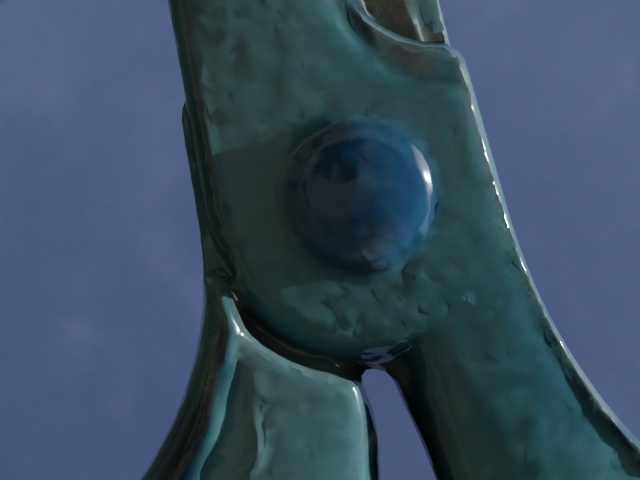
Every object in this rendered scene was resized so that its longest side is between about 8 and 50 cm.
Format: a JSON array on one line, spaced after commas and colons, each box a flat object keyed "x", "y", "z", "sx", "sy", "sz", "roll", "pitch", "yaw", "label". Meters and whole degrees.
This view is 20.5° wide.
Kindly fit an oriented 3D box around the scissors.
[{"x": 0.000, "y": 0.000, "z": 0.346, "sx": 0.032, "sy": 0.180, "sz": 0.393, "roll": -178, "pitch": -105, "yaw": -77, "label": "scissors"}]
